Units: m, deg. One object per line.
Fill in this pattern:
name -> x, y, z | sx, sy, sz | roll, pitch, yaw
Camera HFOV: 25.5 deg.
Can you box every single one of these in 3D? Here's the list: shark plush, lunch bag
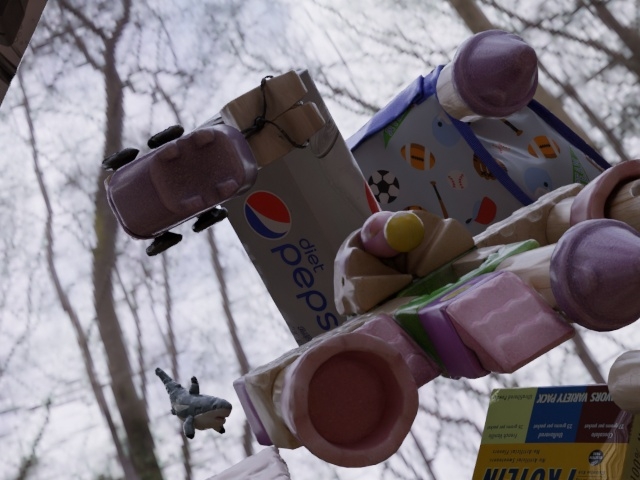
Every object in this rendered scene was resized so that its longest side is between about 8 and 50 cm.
shark plush -> -0.189, 0.235, 2.124 | 0.073, 0.161, 0.067 | 4, -67, -36
lunch bag -> 0.205, -0.046, 1.969 | 0.385, 0.239, 0.328 | 35, -47, -16

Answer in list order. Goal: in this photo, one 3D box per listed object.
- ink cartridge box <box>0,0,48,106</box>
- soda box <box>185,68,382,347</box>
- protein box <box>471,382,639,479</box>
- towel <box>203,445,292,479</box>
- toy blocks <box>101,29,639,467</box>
ink cartridge box -> -0.370, -0.235, 1.123 | 0.285, 0.166, 0.395 | 30, -101, -49
soda box -> 0.000, 0.000, 1.262 | 0.091, 0.098, 0.286 | -20, -76, 37
protein box -> 0.218, 0.241, 1.076 | 0.136, 0.200, 0.201 | -8, -35, 43
towel -> -0.157, 0.337, 1.365 | 0.331, 0.317, 0.053 | -27, -75, -5
toy blocks -> 0.087, 0.019, 0.738 | 0.288, 0.309, 0.260 | -29, 2, -17
